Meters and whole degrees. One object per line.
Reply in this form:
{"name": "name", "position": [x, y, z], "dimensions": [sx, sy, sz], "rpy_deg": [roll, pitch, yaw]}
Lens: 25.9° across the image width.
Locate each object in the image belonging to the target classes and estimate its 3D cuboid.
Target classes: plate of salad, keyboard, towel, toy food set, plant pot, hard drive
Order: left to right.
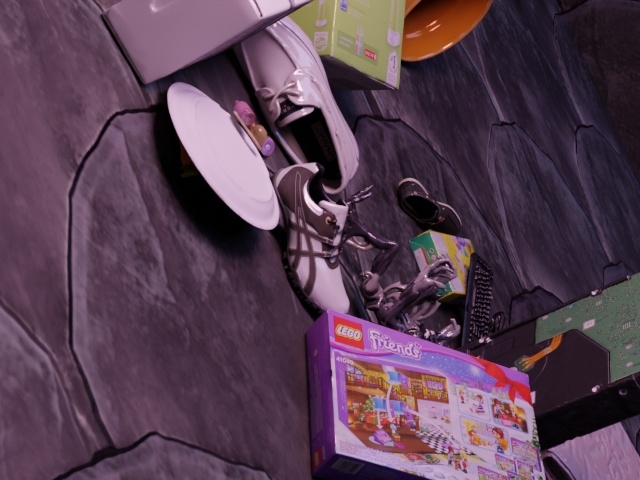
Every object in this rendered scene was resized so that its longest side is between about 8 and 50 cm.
{"name": "plate of salad", "position": [-0.116, -0.092, 1.582], "dimensions": [0.200, 0.048, 0.200], "rpy_deg": [49, 18, -22]}
{"name": "toy food set", "position": [-0.080, -0.137, 1.685], "dimensions": [0.078, 0.019, 0.122], "rpy_deg": [55, 1, -4]}
{"name": "plant pot", "position": [0.157, -0.438, 2.333], "dimensions": [0.188, 0.205, 0.205], "rpy_deg": [57, 20, 23]}
{"name": "keyboard", "position": [0.245, 0.118, 2.051], "dimensions": [0.100, 0.038, 0.192], "rpy_deg": [46, 46, -49]}
{"name": "hard drive", "position": [0.307, 0.175, 1.814], "dimensions": [0.064, 0.339, 0.237], "rpy_deg": [54, 25, -21]}
{"name": "towel", "position": [0.457, 0.388, 2.260], "dimensions": [0.317, 0.053, 0.332], "rpy_deg": [60, 25, -11]}

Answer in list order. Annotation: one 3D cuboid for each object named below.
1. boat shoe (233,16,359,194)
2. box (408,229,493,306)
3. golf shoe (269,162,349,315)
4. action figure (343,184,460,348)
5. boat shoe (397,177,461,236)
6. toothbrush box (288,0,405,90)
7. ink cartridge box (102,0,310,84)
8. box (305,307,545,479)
{"name": "boat shoe", "position": [-0.036, -0.177, 1.786], "dimensions": [0.088, 0.096, 0.267], "rpy_deg": [-75, 142, -63]}
{"name": "box", "position": [0.203, 0.045, 2.102], "dimensions": [0.179, 0.043, 0.105], "rpy_deg": [10, 57, -59]}
{"name": "golf shoe", "position": [0.000, 0.000, 1.673], "dimensions": [0.198, 0.094, 0.077], "rpy_deg": [64, 23, -2]}
{"name": "action figure", "position": [0.110, 0.062, 1.768], "dimensions": [0.275, 0.141, 0.164], "rpy_deg": [59, 2, -3]}
{"name": "boat shoe", "position": [0.165, -0.041, 2.104], "dimensions": [0.133, 0.049, 0.042], "rpy_deg": [39, 30, -32]}
{"name": "toothbrush box", "position": [0.026, -0.366, 1.929], "dimensions": [0.206, 0.122, 0.283], "rpy_deg": [13, 82, -60]}
{"name": "ink cartridge box", "position": [-0.116, -0.277, 1.614], "dimensions": [0.100, 0.172, 0.237], "rpy_deg": [61, 24, -6]}
{"name": "box", "position": [0.124, 0.211, 1.614], "dimensions": [0.293, 0.057, 0.201], "rpy_deg": [20, 44, -23]}
